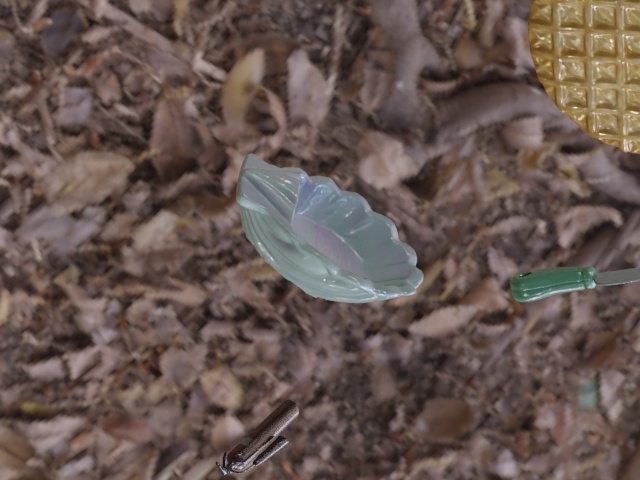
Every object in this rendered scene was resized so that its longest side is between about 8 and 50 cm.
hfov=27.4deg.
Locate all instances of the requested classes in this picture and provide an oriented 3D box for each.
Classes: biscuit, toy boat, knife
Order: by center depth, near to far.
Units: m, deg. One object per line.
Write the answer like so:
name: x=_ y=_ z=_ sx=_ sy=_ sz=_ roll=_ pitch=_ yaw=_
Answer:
biscuit: x=0.336 y=-0.196 z=1.433 sx=0.309 sy=0.205 sz=0.040 roll=50 pitch=42 yaw=-19
knife: x=0.360 y=0.044 z=1.643 sx=0.063 sy=0.260 sz=0.034 roll=-26 pitch=104 yaw=-60
toy boat: x=0.000 y=0.000 z=1.755 sx=0.290 sy=0.199 sz=0.100 roll=34 pitch=119 yaw=-18

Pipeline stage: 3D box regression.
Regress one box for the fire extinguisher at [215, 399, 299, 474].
fire extinguisher: x=-0.077 y=0.268 z=1.728 sx=0.173 sy=0.049 sz=0.035 roll=-38 pitch=169 yaw=-48
